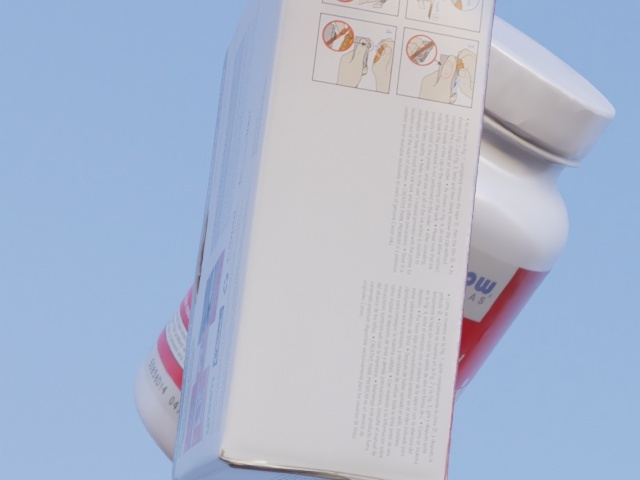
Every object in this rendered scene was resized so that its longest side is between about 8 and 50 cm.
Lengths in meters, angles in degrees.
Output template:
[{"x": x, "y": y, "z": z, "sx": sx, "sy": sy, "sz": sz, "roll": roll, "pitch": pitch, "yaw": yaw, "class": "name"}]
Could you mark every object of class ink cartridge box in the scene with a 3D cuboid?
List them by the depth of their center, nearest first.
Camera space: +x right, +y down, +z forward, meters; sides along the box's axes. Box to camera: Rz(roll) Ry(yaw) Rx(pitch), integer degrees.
[{"x": 0.000, "y": 0.000, "z": 1.113, "sx": 0.130, "sy": 0.309, "sz": 0.272, "roll": 9, "pitch": -12, "yaw": -10, "class": "ink cartridge box"}]

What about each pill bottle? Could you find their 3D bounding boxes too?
[{"x": 0.046, "y": 0.017, "z": 1.437, "sx": 0.229, "sy": 0.229, "sz": 0.407, "roll": 29, "pitch": -74, "yaw": -17, "class": "pill bottle"}]
